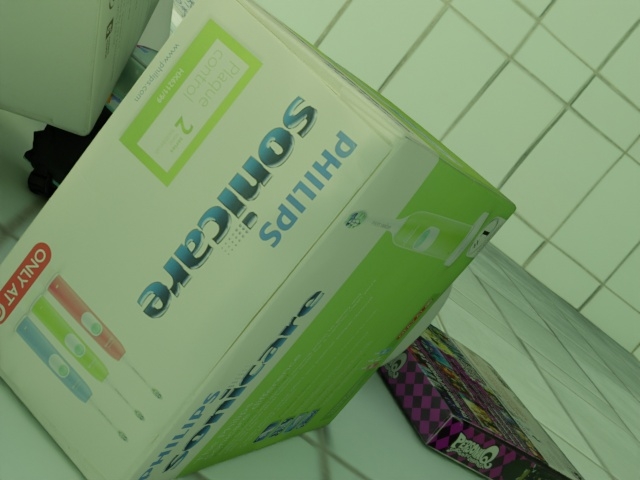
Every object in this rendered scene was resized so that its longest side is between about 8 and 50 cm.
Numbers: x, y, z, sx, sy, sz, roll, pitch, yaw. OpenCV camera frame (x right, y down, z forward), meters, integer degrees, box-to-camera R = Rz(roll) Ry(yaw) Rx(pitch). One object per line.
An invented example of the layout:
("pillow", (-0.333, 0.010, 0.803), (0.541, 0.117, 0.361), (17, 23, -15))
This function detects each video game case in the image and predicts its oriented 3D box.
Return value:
("video game case", (0.139, 0.153, 0.906), (0.210, 0.042, 0.232), (33, 12, -30))

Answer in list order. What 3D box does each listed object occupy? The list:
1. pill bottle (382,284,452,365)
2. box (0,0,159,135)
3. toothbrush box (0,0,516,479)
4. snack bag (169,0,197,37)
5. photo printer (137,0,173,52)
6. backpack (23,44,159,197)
("pill bottle", (0.000, 0.000, 0.832), (0.229, 0.131, 0.131), (42, 11, 20))
("box", (-0.197, -0.262, 0.621), (0.215, 0.168, 0.345), (17, 45, -4))
("toothbrush box", (-0.019, 0.009, 0.526), (0.122, 0.206, 0.283), (43, 12, 17))
("snack bag", (-0.134, -0.207, 1.148), (0.323, 0.037, 0.342), (50, 19, 12))
("photo printer", (-0.249, -0.290, 0.900), (0.256, 0.107, 0.307), (33, 52, -51))
("backpack", (-0.098, -0.051, 0.698), (0.166, 0.144, 0.188), (38, 5, 24))
